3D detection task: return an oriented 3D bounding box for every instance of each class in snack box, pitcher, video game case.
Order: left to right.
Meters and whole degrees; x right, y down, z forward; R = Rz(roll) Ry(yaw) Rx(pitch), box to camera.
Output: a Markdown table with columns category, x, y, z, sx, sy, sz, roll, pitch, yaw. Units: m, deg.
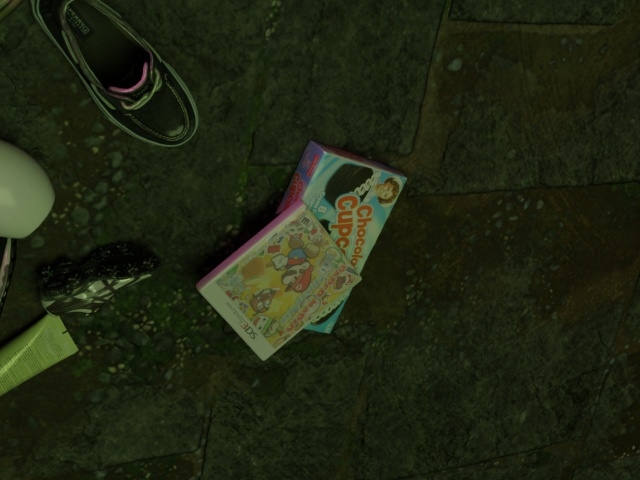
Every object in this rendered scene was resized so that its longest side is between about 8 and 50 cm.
| category | x | y | z | sx | sy | sz | roll | pitch | yaw |
| --- | --- | --- | --- | --- | --- | --- | --- | --- | --- |
| pitcher | -0.495 | -0.077 | 1.589 | 0.178 | 0.125 | 0.207 | -42 | 121 | 13 |
| video game case | -0.066 | 0.070 | 1.918 | 0.227 | 0.026 | 0.206 | -40 | 127 | -3 |
| snack box | 0.000 | 0.000 | 1.971 | 0.187 | 0.060 | 0.322 | 14 | 109 | -36 |

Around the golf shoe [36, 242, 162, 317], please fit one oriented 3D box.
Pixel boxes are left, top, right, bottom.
| category | x | y | z | sx | sy | sz | roll | pitch | yaw |
| --- | --- | --- | --- | --- | --- | --- | --- | --- | --- |
| golf shoe | -0.348 | 0.066 | 1.797 | 0.198 | 0.077 | 0.094 | -13 | 137 | -20 |

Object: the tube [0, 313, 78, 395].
| category | x | y | z | sx | sy | sz | roll | pitch | yaw |
| --- | --- | --- | --- | --- | --- | --- | --- | --- | --- |
| tube | -0.502 | 0.207 | 1.791 | 0.240 | 0.062 | 0.070 | -34 | 168 | -16 |

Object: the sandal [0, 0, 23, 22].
| category | x | y | z | sx | sy | sz | roll | pitch | yaw |
| --- | --- | --- | --- | --- | --- | --- | --- | --- | --- |
| sandal | -0.445 | -0.323 | 1.472 | 0.303 | 0.120 | 0.086 | -46 | 117 | 0 |

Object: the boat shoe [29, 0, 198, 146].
| category | x | y | z | sx | sy | sz | roll | pitch | yaw |
| --- | --- | --- | --- | --- | --- | --- | --- | --- | --- |
| boat shoe | -0.283 | -0.234 | 1.616 | 0.121 | 0.119 | 0.335 | -46 | 131 | 0 |

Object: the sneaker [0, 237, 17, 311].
| category | x | y | z | sx | sy | sz | roll | pitch | yaw |
| --- | --- | --- | --- | --- | --- | --- | --- | --- | --- |
| sneaker | -0.533 | 0.096 | 1.673 | 0.124 | 0.107 | 0.283 | 16 | 97 | -14 |
